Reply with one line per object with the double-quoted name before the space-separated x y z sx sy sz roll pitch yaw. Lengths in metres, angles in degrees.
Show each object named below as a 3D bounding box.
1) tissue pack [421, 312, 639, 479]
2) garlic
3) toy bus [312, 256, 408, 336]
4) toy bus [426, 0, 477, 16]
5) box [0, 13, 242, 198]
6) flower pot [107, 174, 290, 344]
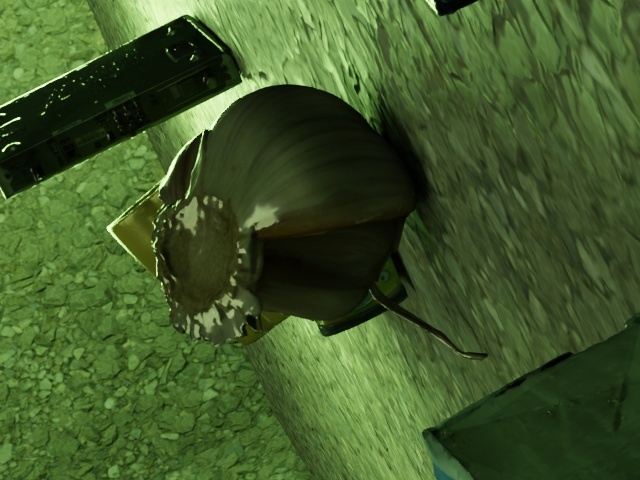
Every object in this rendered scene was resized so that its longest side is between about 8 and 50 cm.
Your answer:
"tissue pack" 0.172 0.198 0.862 0.263 0.146 0.198 65 173 -20
"garlic" -0.011 0.021 1.372 0.257 0.207 0.207 56 173 -4
"toy bus" 0.000 0.000 1.620 0.175 0.088 0.101 -127 14 -61
"toy bus" 0.039 -0.181 0.846 0.065 0.047 0.166 -121 7 -58
"box" -0.227 -0.145 1.993 0.045 0.270 0.211 66 174 -24
"flower pot" -0.083 -0.004 1.885 0.179 0.195 0.195 52 174 -7
